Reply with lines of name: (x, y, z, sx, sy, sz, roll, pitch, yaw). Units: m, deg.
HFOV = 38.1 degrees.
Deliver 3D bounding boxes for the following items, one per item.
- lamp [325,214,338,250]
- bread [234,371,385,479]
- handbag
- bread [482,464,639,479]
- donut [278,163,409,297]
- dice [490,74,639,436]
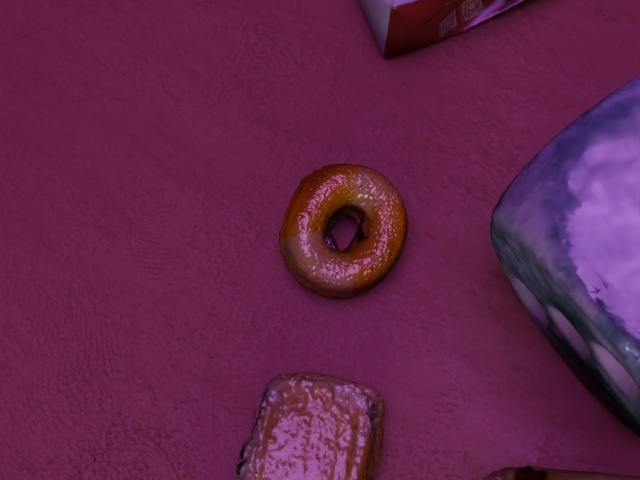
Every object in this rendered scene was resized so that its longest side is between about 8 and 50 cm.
lamp: (0.000, 0.000, 1.287, 0.063, 0.031, 0.083, -8, 73, 5)
bread: (-0.016, 0.277, 1.137, 0.174, 0.121, 0.245, 11, 67, 1)
handbag: (0.205, -0.401, 1.357, 0.298, 0.151, 0.171, -17, 73, -8)
bread: (0.356, 0.415, 1.015, 0.370, 0.191, 0.314, -2, 75, 18)
donut: (0.035, -0.019, 1.240, 0.174, 0.074, 0.190, 43, 76, -2)
dice: (0.417, 0.014, 1.077, 0.330, 0.348, 0.328, -35, 70, 0)
